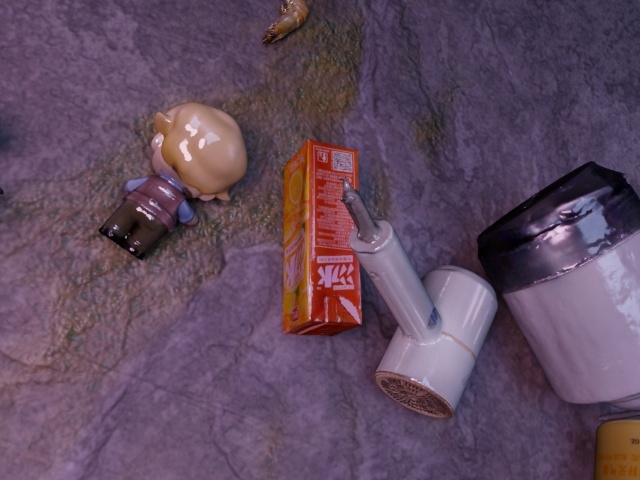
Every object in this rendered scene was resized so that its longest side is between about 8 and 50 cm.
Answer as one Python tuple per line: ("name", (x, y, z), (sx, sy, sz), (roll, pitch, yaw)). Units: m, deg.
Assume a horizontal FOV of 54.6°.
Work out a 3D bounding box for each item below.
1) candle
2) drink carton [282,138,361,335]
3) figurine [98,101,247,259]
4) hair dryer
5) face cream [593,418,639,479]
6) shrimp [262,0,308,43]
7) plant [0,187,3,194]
("candle", (0.369, 0.086, 0.823), (0.221, 0.221, 0.342), (-29, 87, -27))
("drink carton", (0.000, 0.000, 0.761), (0.071, 0.096, 0.222), (7, 72, -21))
("figurine", (-0.166, -0.068, 0.722), (0.114, 0.108, 0.196), (34, 82, 0))
("hair dryer", (0.100, 0.046, 0.696), (0.173, 0.108, 0.357), (-60, 140, -26))
("face cream", (0.464, 0.342, 0.789), (0.218, 0.218, 0.179), (20, 67, -16))
("shrimp", (-0.068, -0.319, 0.869), (0.083, 0.023, 0.114), (38, 59, -6))
("plant", (-0.400, -0.093, 0.594), (0.142, 0.131, 0.203), (-38, 89, 14))
